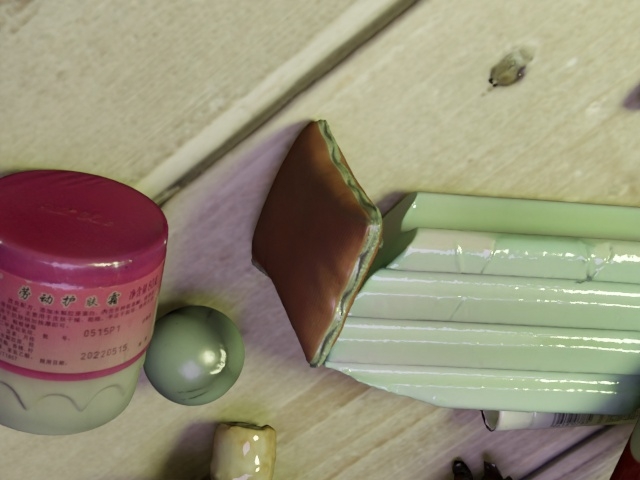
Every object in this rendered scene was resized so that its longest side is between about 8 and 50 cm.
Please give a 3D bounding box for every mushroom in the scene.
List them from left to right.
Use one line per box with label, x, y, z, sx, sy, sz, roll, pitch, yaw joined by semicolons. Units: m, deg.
mushroom;-0.099;0.318;1.059;0.206;0.209;0.206;8;146;5

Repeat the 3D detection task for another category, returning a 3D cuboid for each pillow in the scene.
pillow;0.000;0.000;0.875;0.075;0.179;0.171;7;122;-28

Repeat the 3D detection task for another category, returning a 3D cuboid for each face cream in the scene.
face cream;-0.240;0.056;0.880;0.175;0.175;0.195;9;117;-11
face cream;0.305;0.178;1.079;0.243;0.058;0.092;-2;114;-11

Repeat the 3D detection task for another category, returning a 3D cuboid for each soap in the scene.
soap;0.175;0.066;0.961;0.346;0.115;0.208;3;120;-8

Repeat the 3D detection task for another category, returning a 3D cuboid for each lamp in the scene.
lamp;-0.130;0.117;0.966;0.105;0.105;0.105;-3;120;-4

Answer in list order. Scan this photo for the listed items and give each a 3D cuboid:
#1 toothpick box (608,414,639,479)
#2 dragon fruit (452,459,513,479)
toothpick box;0.435;0.165;0.932;0.204;0.204;0.333;24;90;-18
dragon fruit;0.187;0.346;1.125;0.142;0.121;0.130;-38;126;-12
